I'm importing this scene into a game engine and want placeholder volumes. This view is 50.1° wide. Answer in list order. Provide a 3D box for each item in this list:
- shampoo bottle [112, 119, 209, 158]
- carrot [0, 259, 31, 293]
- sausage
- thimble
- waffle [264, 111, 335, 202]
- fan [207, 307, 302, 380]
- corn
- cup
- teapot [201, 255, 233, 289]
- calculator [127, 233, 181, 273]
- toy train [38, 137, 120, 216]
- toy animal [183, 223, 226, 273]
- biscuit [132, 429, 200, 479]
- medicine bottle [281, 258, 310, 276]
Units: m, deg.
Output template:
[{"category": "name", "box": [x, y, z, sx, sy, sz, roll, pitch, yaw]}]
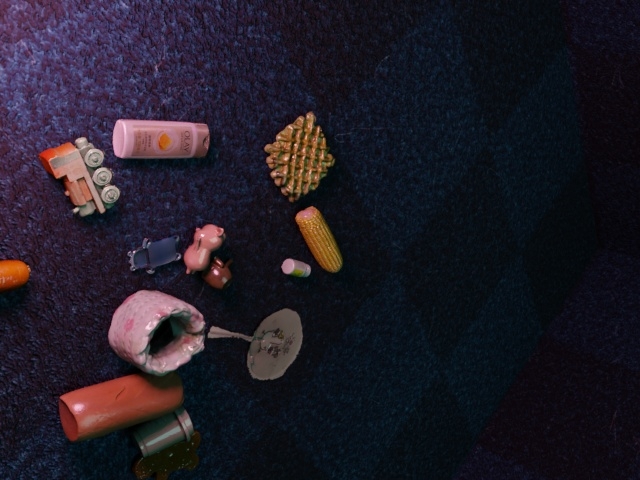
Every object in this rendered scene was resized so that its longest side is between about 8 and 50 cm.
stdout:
[{"category": "shampoo bottle", "box": [-0.360, -0.230, 1.566, 0.228, 0.056, 0.086, -6, 111, -46]}, {"category": "carrot", "box": [-0.679, 0.081, 1.339, 0.225, 0.067, 0.067, -10, 112, -43]}, {"category": "sausage", "box": [-0.469, 0.388, 1.646, 0.304, 0.121, 0.121, -8, 111, -45]}, {"category": "thimble", "box": [-0.386, 0.221, 1.650, 0.211, 0.149, 0.185, 17, 90, -50]}, {"category": "waffle", "box": [-0.060, -0.223, 1.898, 0.204, 0.054, 0.223, -48, 133, -23]}, {"category": "fan", "box": [-0.183, 0.290, 1.999, 0.415, 0.012, 0.232, 27, 84, -52]}, {"category": "corn", "box": [0.000, 0.000, 2.032, 0.081, 0.081, 0.248, -49, 135, -22]}, {"category": "cup", "box": [-0.410, 0.490, 1.762, 0.141, 0.120, 0.119, -26, 123, -29]}, {"category": "teapot", "box": [-0.255, 0.075, 1.791, 0.110, 0.080, 0.085, -30, 156, -52]}, {"category": "calculator", "box": [-0.401, 0.033, 1.656, 0.141, 0.019, 0.094, -20, 119, -40]}, {"category": "toy train", "box": [-0.502, -0.129, 1.447, 0.118, 0.074, 0.175, -31, 131, -24]}, {"category": "toy animal", "box": [-0.293, 0.020, 1.723, 0.089, 0.083, 0.150, 33, 96, -26]}, {"category": "biscuit", "box": [-0.416, 0.584, 1.849, 0.205, 0.031, 0.138, -7, 110, -46]}, {"category": "medicine bottle", "box": [-0.070, 0.082, 2.013, 0.083, 0.047, 0.047, 19, 91, -49]}]
